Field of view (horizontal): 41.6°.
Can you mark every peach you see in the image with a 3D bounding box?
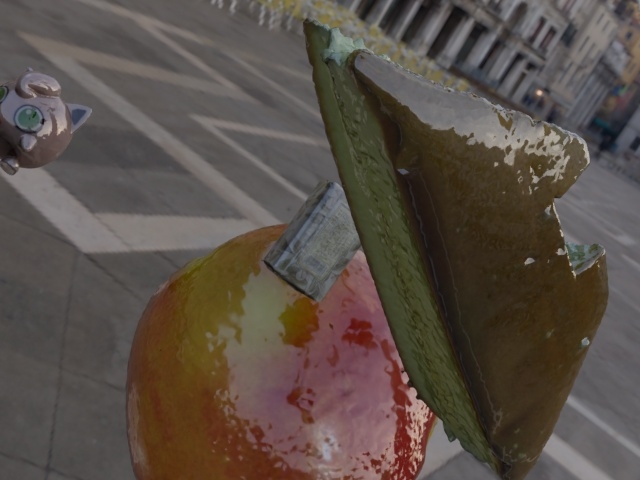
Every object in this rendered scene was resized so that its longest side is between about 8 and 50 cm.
[{"bbox_3d":[-0.050,0.179,0.899,0.306,0.242,0.381,-19,79,-23],"label":"peach"}]

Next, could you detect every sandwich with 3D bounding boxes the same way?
[{"bbox_3d":[0.070,-0.002,0.398,0.090,0.088,0.245,34,-28,54],"label":"sandwich"}]

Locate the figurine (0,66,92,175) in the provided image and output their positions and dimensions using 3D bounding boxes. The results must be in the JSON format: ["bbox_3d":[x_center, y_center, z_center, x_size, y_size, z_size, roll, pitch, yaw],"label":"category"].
[{"bbox_3d":[-0.390,-0.157,1.115,0.125,0.138,0.125,35,-19,14],"label":"figurine"}]

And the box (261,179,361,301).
[{"bbox_3d":[0.000,0.000,0.752,0.062,0.098,0.045,39,-7,-15],"label":"box"}]
